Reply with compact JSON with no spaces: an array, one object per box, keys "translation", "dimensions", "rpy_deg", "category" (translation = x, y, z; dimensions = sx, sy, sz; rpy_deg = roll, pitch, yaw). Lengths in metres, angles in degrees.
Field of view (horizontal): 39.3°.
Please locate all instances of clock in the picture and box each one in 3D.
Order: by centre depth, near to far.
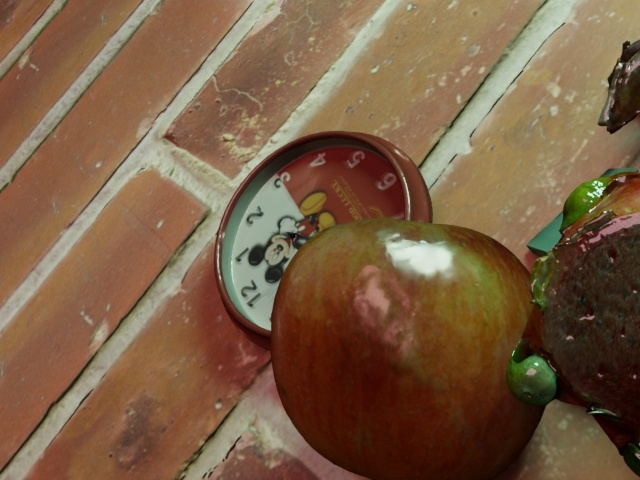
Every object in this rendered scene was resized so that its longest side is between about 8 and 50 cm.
[{"translation":[0.000,0.000,1.178],"dimensions":[0.318,0.080,0.318],"rpy_deg":[-13,62,26],"category":"clock"}]

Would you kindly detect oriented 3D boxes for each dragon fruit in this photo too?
[{"translation":[0.304,0.068,0.779],"dimensions":[0.295,0.130,0.268],"rpy_deg":[-18,90,18],"category":"dragon fruit"}]

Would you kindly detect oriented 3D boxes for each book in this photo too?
[{"translation":[0.300,-0.031,1.019],"dimensions":[0.135,0.103,0.017],"rpy_deg":[-43,94,1],"category":"book"}]

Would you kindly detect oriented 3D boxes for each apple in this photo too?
[{"translation":[0.096,0.127,0.922],"dimensions":[0.301,0.301,0.301],"rpy_deg":[-14,57,23],"category":"apple"}]

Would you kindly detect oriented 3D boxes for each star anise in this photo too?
[{"translation":[0.415,-0.231,1.006],"dimensions":[0.088,0.288,0.288],"rpy_deg":[44,89,-4],"category":"star anise"}]
